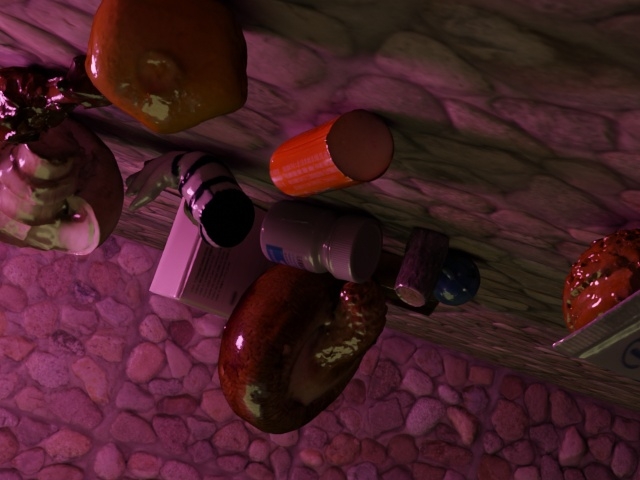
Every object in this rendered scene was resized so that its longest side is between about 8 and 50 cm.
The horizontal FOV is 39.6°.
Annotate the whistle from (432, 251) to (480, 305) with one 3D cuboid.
[{"bbox_3d":[0.215,0.065,1.411,0.090,0.090,0.158,15,171,22],"label":"whistle"}]

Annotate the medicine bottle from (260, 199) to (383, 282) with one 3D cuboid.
[{"bbox_3d":[0.000,0.000,1.364,0.168,0.105,0.105,13,170,30],"label":"medicine bottle"}]

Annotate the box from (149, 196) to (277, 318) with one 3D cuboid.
[{"bbox_3d":[-0.151,0.039,1.587,0.252,0.203,0.106,25,170,-42],"label":"box"}]

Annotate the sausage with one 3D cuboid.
[{"bbox_3d":[-0.001,-0.084,0.939,0.071,0.071,0.234,21,171,-18],"label":"sausage"}]

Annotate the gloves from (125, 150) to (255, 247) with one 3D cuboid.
[{"bbox_3d":[-0.187,-0.078,1.272,0.140,0.131,0.218,13,-155,-45],"label":"gloves"}]

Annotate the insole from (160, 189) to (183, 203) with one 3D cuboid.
[{"bbox_3d":[-0.275,-0.078,1.775,0.197,0.004,0.065,25,169,-40],"label":"insole"}]

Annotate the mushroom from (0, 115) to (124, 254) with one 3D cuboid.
[{"bbox_3d":[-0.399,-0.111,1.280,0.254,0.189,0.195,21,134,-15],"label":"mushroom"}]

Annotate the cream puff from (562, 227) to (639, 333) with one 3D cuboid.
[{"bbox_3d":[0.327,0.050,0.935,0.150,0.115,0.165,4,146,-32],"label":"cream puff"}]

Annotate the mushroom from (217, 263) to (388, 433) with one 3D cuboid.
[{"bbox_3d":[-0.029,0.165,1.491,0.345,0.345,0.239,27,-160,-47],"label":"mushroom"}]

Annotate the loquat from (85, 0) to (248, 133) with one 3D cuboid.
[{"bbox_3d":[-0.117,-0.141,0.690,0.137,0.112,0.137,9,-168,-2],"label":"loquat"}]

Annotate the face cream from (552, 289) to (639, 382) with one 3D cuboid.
[{"bbox_3d":[0.447,0.096,0.888,0.420,0.137,0.235,24,129,-34],"label":"face cream"}]

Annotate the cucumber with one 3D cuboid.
[{"bbox_3d":[0.147,0.039,1.301,0.064,0.111,0.064,19,164,6],"label":"cucumber"}]

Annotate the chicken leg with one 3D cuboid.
[{"bbox_3d":[-0.316,-0.170,1.042,0.304,0.093,0.113,-2,177,45],"label":"chicken leg"}]

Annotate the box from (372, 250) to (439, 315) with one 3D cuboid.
[{"bbox_3d":[0.154,0.083,1.706,0.159,0.071,0.240,15,171,5],"label":"box"}]
